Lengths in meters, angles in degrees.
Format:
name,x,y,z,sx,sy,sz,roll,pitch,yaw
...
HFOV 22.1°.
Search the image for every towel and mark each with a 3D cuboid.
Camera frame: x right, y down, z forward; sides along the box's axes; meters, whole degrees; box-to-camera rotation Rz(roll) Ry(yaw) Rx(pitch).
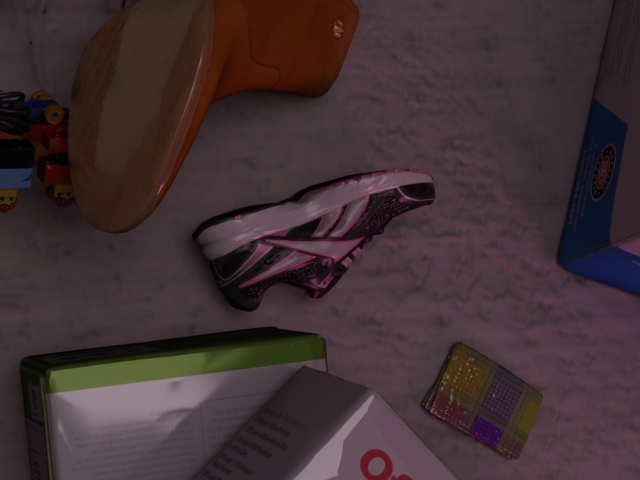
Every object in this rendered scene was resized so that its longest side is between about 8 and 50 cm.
name,x,y,z,sx,sy,sz,roll,pitch,yaw
towel,0.121,0.118,1.209,0.083,0.009,0.060,31,70,-11

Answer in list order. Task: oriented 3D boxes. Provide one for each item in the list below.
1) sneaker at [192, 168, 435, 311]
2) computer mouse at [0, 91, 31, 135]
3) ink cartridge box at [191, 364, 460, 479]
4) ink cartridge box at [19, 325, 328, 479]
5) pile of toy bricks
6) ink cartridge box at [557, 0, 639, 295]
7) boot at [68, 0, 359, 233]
name,x,y,z,sx,sy,sz,roll,pitch,yaw
sneaker,0.000,0.000,1.172,0.178,0.072,0.077,-18,96,-13
computer mouse,-0.262,-0.124,1.075,0.106,0.042,0.193,-5,38,-23
ink cartridge box,-0.021,0.262,0.982,0.307,0.129,0.223,-46,105,-13
ink cartridge box,-0.088,0.195,1.078,0.188,0.097,0.255,-6,92,-20
pile of toy bricks,-0.254,-0.036,1.078,0.212,0.118,0.105,-3,118,-30
ink cartridge box,0.346,-0.124,1.131,0.166,0.395,0.285,19,73,-14
boot,-0.055,-0.124,1.116,0.211,0.104,0.295,27,71,-56
